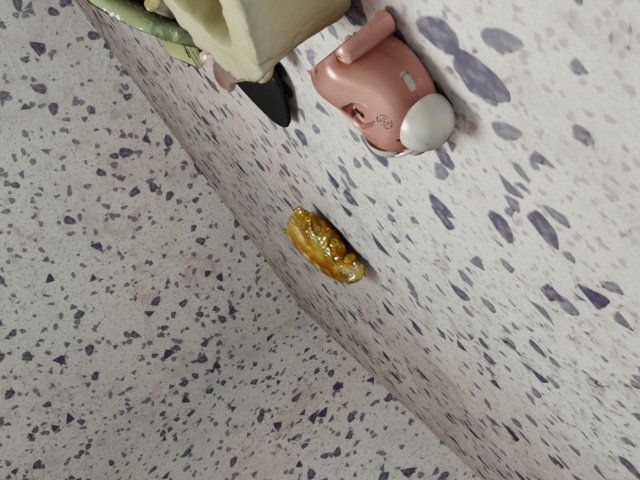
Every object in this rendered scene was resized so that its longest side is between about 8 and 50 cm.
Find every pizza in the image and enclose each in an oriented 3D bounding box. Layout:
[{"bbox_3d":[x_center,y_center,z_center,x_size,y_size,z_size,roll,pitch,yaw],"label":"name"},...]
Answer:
[{"bbox_3d":[0.000,0.000,1.648,0.335,0.086,0.226,34,157,53],"label":"pizza"}]

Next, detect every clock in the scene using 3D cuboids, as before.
[{"bbox_3d":[0.069,-0.162,0.744,0.162,0.092,0.166,50,170,-12],"label":"clock"}]

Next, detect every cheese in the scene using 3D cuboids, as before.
[{"bbox_3d":[-0.119,-0.352,0.710,0.332,0.153,0.292,42,167,36],"label":"cheese"}]

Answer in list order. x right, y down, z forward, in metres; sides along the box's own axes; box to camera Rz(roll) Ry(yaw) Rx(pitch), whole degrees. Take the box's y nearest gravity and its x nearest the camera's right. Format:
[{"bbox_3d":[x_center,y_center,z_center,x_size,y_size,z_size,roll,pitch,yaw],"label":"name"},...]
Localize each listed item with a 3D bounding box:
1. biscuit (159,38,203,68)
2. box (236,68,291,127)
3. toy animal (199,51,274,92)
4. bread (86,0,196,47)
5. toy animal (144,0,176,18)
[{"bbox_3d":[-0.353,-0.490,1.564,0.199,0.040,0.121,37,161,49],"label":"biscuit"},{"bbox_3d":[-0.128,-0.318,1.185,0.212,0.042,0.201,47,169,14],"label":"box"},{"bbox_3d":[-0.144,-0.338,1.041,0.124,0.124,0.213,62,-174,-50],"label":"toy animal"},{"bbox_3d":[-0.350,-0.461,1.282,0.266,0.040,0.267,24,-159,-10],"label":"bread"},{"bbox_3d":[-0.321,-0.499,1.194,0.233,0.121,0.168,39,-176,11],"label":"toy animal"}]
